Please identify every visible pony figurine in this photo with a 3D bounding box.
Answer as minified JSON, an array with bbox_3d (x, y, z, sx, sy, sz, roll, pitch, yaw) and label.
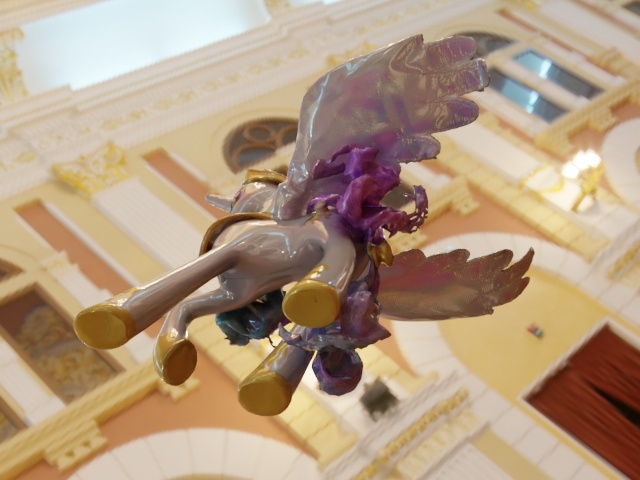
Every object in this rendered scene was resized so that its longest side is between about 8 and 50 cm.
[{"bbox_3d":[0.000,0.000,0.863,0.363,0.350,0.303,-61,-41,-59],"label":"pony figurine"}]
